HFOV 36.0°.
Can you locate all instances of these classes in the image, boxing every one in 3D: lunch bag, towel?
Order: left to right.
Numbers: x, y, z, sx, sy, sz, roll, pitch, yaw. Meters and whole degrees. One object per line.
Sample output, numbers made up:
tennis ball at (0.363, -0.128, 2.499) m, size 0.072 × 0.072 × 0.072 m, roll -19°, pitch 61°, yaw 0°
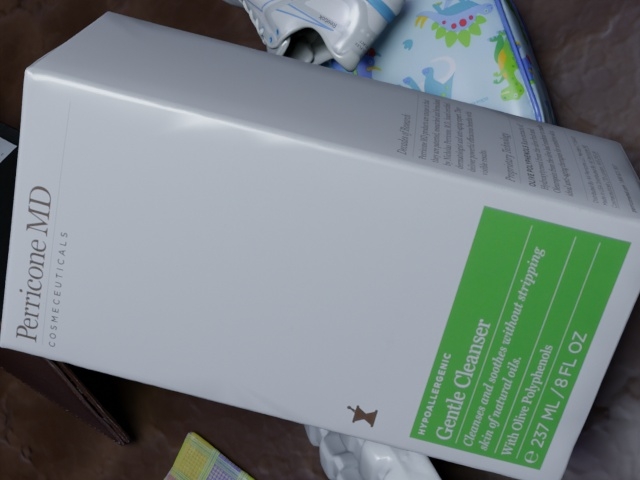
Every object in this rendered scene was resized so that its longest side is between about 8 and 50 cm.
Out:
towel at (-0.096, 0.209, 0.844) m, size 0.083 × 0.009 × 0.060 m, roll 30°, pitch 97°, yaw 25°
lunch bag at (0.063, -0.090, 0.756) m, size 0.218 × 0.090 × 0.176 m, roll -22°, pitch 76°, yaw 21°

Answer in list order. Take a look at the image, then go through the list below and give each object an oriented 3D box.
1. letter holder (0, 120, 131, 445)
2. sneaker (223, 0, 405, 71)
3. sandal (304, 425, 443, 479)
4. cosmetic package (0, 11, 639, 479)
letter holder at (-0.265, 0.027, 0.887) m, size 0.301 × 0.214 × 0.152 m, roll 26°, pitch 63°, yaw 25°
sneaker at (-0.029, -0.168, 0.728) m, size 0.190 × 0.071 × 0.083 m, roll 23°, pitch 85°, yaw 45°
sandal at (0.120, 0.240, 0.679) m, size 0.102 × 0.169 × 0.416 m, roll -23°, pitch 69°, yaw -20°
cosmetic package at (0.000, 0.000, 0.638) m, size 0.365 × 0.155 × 0.197 m, roll 13°, pitch 116°, yaw 0°
